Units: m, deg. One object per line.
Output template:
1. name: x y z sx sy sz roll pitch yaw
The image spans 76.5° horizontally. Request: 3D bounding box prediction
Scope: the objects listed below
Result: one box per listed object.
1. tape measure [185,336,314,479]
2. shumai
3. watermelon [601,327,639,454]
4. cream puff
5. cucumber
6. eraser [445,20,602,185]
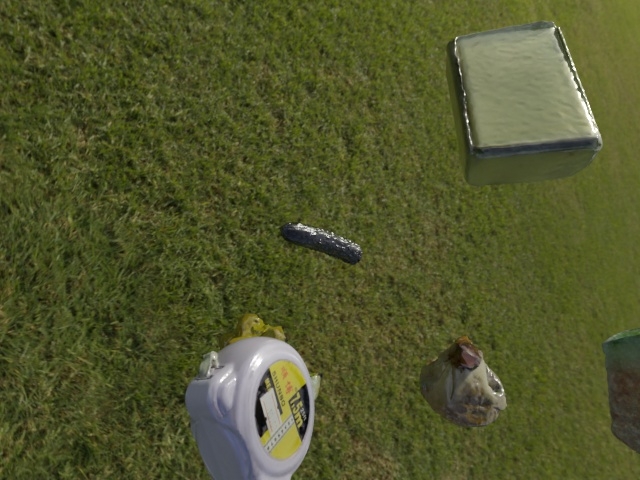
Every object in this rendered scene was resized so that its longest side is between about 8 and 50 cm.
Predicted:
1. tape measure: -0.085 0.222 0.519 0.178 0.105 0.196 -18 92 -61
2. shumai: 0.333 0.317 0.941 0.201 0.201 0.120 -42 140 -39
3. watermelon: 0.560 0.214 0.615 0.263 0.151 0.303 5 106 -29
4. cream puff: -0.179 0.393 1.127 0.324 0.269 0.274 57 49 -18
5. cucumber: 0.000 0.000 1.207 0.303 0.072 0.081 22 32 -38
6. eraser: 0.198 -0.142 0.421 0.058 0.116 0.172 69 20 -60
